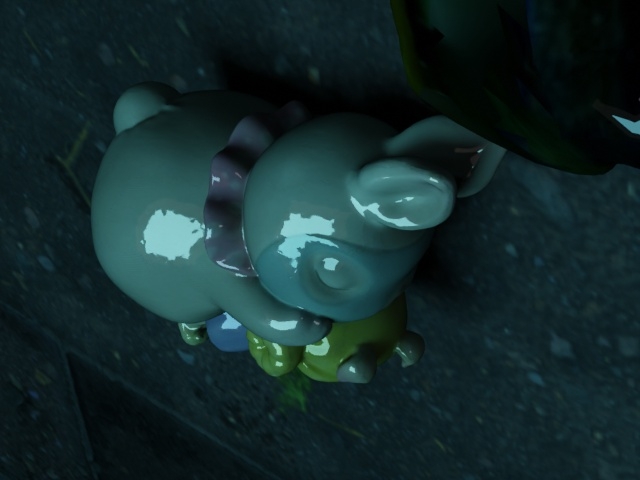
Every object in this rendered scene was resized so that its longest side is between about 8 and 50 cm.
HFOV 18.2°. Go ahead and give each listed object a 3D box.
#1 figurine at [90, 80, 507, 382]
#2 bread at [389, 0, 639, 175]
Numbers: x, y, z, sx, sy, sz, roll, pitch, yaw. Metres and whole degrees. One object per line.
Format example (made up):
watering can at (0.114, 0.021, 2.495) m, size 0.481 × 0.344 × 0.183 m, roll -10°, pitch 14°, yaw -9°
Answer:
figurine at (0.000, 0.000, 0.989) m, size 0.235 × 0.127 × 0.155 m, roll 9°, pitch 113°, yaw 44°
bread at (0.116, -0.187, 0.513) m, size 0.208 × 0.251 × 0.376 m, roll 6°, pitch 130°, yaw 32°
